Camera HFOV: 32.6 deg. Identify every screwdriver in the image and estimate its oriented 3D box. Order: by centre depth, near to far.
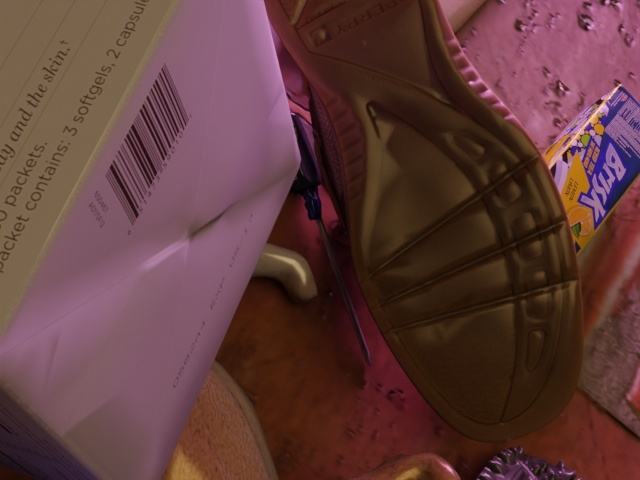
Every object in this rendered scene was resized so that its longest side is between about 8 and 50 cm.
[{"bbox_3d":[0.000,0.000,0.693,0.025,0.024,0.169,-15,86,4],"label":"screwdriver"}]

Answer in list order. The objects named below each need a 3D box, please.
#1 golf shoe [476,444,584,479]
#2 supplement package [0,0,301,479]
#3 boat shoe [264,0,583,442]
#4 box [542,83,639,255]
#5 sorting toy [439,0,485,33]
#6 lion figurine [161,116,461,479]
[{"bbox_3d":[0.100,0.242,0.618,0.105,0.120,0.273,24,44,-8],"label":"golf shoe"},{"bbox_3d":[-0.174,-0.037,0.473,0.263,0.198,0.199,16,66,14],"label":"supplement package"},{"bbox_3d":[0.057,-0.047,0.664,0.123,0.123,0.342,-26,83,3],"label":"boat shoe"},{"bbox_3d":[0.164,-0.028,0.743,0.054,0.059,0.169,45,63,-2],"label":"box"},{"bbox_3d":[0.081,-0.274,0.792,0.196,0.047,0.347,44,63,-5],"label":"sorting toy"},{"bbox_3d":[-0.077,0.105,0.579,0.240,0.142,0.392,-20,68,-19],"label":"lion figurine"}]
